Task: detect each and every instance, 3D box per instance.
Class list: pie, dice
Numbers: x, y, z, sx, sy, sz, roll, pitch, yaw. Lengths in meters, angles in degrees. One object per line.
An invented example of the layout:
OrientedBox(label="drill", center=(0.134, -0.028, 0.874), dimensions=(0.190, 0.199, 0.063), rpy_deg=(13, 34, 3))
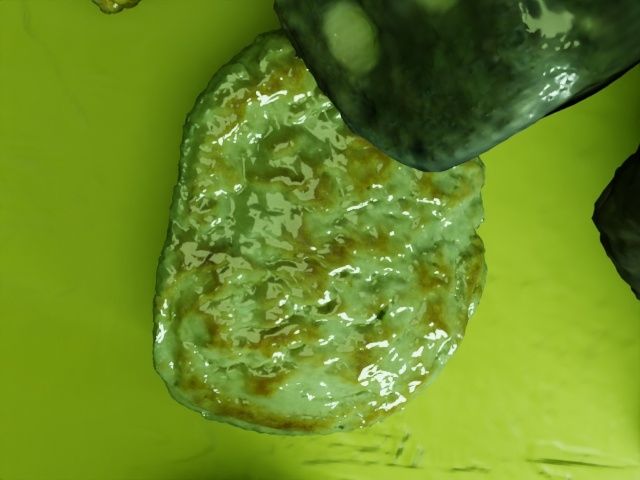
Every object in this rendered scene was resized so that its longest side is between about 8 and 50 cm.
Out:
OrientedBox(label="pie", center=(0.000, 0.000, 0.943), dimensions=(0.201, 0.090, 0.248), rpy_deg=(6, 104, -21))
OrientedBox(label="dice", center=(0.093, -0.153, 0.833), dimensions=(0.182, 0.183, 0.181), rpy_deg=(-34, 92, -33))

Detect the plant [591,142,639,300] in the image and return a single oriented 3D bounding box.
OrientedBox(label="plant", center=(0.303, -0.056, 0.795), dimensions=(0.312, 0.215, 0.213), rpy_deg=(-45, 105, -8))

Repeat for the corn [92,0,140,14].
OrientedBox(label="corn", center=(-0.041, -0.228, 0.870), dimensions=(0.260, 0.091, 0.091), rpy_deg=(-43, 74, 4))
